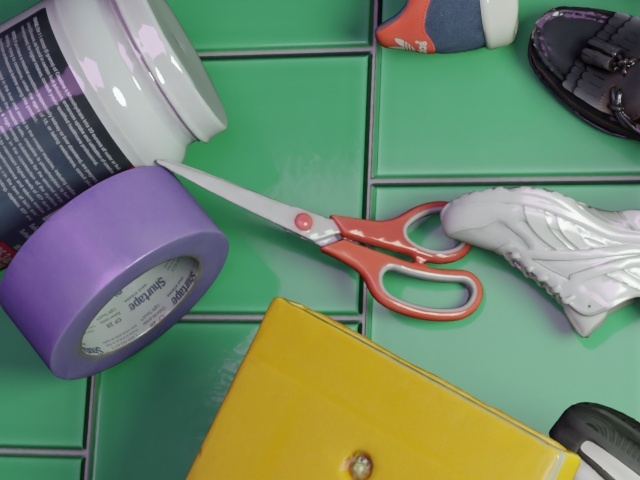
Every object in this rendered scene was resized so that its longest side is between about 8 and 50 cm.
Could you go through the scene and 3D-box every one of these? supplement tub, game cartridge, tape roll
[{"bbox_3d":[-0.240,-0.106,1.423,0.272,0.191,0.191,-29,73,6],"label":"supplement tub"},{"bbox_3d":[0.007,0.241,1.200,0.285,0.052,0.324,27,93,36],"label":"game cartridge"},{"bbox_3d":[-0.176,0.029,1.381,0.189,0.189,0.080,-41,72,2],"label":"tape roll"}]

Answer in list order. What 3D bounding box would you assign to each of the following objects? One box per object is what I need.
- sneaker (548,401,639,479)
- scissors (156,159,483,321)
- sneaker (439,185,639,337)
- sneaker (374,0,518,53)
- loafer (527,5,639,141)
[{"bbox_3d":[0.272,0.347,1.177,0.257,0.169,0.447,-44,88,10],"label":"sneaker"},{"bbox_3d":[0.000,0.000,1.376,0.297,0.021,0.109,10,75,-11],"label":"scissors"},{"bbox_3d":[0.209,0.020,1.348,0.232,0.090,0.115,11,85,13],"label":"sneaker"},{"bbox_3d":[0.078,-0.332,1.433,0.148,0.131,0.350,-10,76,6],"label":"sneaker"},{"bbox_3d":[0.307,-0.119,1.352,0.302,0.095,0.109,34,89,17],"label":"loafer"}]
